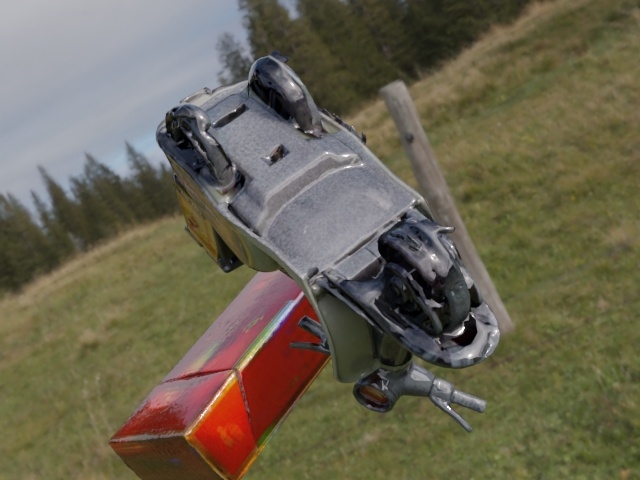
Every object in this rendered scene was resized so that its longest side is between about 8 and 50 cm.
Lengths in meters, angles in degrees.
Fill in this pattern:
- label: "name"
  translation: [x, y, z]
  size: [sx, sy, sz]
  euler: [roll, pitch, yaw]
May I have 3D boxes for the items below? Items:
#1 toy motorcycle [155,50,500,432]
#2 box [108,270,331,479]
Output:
- label: "toy motorcycle"
  translation: [0.000, 0.000, 0.510]
  size: [0.091, 0.157, 0.263]
  euler: [-32, 50, -19]
- label: "box"
  translation: [-0.085, 0.144, 1.073]
  size: [0.197, 0.089, 0.313]
  euler: [-19, 26, 51]
